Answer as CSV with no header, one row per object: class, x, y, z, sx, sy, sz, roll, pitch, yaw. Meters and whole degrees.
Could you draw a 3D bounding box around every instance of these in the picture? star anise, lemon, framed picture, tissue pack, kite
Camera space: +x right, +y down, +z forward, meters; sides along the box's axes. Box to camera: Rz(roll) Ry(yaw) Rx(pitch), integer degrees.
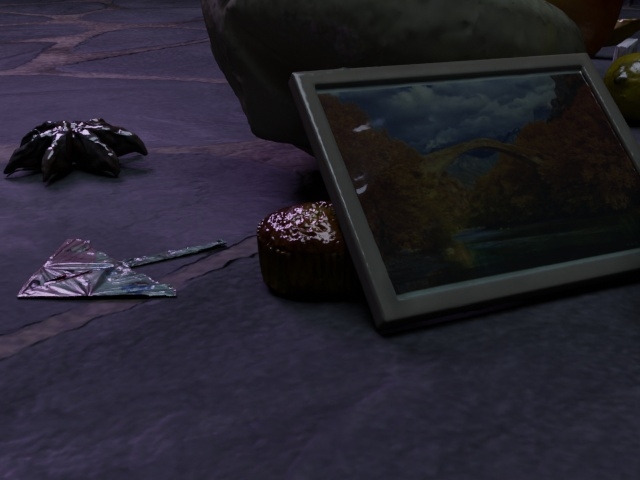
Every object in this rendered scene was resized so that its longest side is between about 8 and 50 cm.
star anise,-0.234,-0.092,0.792,0.141,0.042,0.141,1,22,-1
lemon,0.383,-0.187,0.998,0.082,0.082,0.110,11,17,26
framed picture,0.119,-0.046,0.548,0.250,0.016,0.184,-8,64,-24
tissue pack,0.479,-0.285,1.294,0.023,0.056,0.108,10,22,26
kite,-0.135,0.015,0.561,0.152,0.005,0.137,-18,28,-42

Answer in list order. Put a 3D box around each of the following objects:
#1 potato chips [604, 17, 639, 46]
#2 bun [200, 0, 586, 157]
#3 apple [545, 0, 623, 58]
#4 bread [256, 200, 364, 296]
potato chips,0.408,-0.394,1.559,0.407,0.080,0.057,15,8,37
bun,0.055,-0.173,0.767,0.365,0.219,0.365,15,23,-7
apple,0.251,-0.341,1.077,0.286,0.286,0.233,12,16,29
bread,0.000,0.000,0.531,0.085,0.053,0.085,0,21,0
